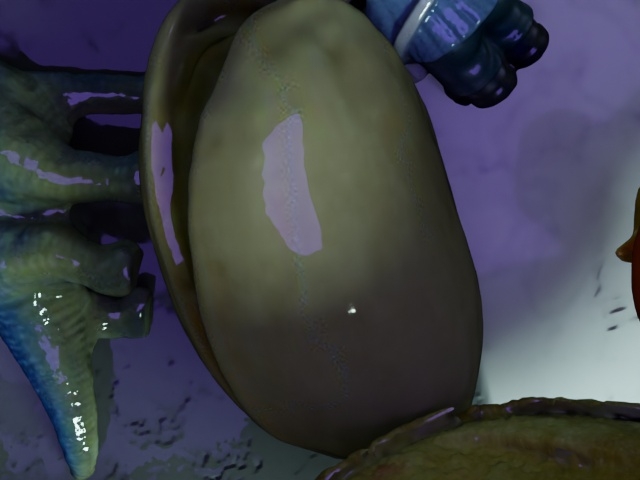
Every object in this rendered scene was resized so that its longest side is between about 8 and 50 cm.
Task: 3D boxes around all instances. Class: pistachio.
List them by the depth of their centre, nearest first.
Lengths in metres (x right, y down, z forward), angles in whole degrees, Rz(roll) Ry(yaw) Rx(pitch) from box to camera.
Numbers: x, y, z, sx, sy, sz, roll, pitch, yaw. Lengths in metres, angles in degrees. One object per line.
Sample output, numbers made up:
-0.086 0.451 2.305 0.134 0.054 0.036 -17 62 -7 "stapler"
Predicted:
0.000 0.000 0.586 0.136 0.136 0.226 -20 118 2 "pistachio"

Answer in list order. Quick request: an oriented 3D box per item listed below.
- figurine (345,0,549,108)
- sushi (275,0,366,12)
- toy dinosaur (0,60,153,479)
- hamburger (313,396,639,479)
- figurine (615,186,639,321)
0.029 -0.112 0.575 0.086 0.087 0.149 -47 117 3 "figurine"
-0.010 -0.231 0.575 0.220 0.047 0.231 35 115 -19 "sushi"
-0.162 -0.012 0.626 0.188 0.075 0.247 8 106 5 "toy dinosaur"
0.119 0.146 0.516 0.309 0.211 0.132 4 120 27 "hamburger"
0.252 -0.019 0.566 0.181 0.208 0.257 43 91 14 "figurine"
